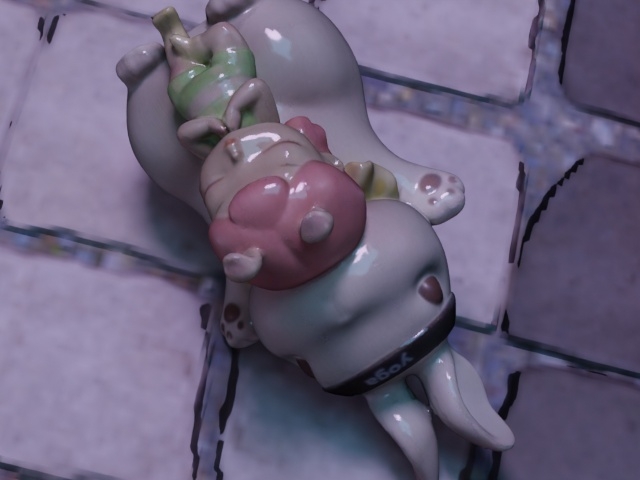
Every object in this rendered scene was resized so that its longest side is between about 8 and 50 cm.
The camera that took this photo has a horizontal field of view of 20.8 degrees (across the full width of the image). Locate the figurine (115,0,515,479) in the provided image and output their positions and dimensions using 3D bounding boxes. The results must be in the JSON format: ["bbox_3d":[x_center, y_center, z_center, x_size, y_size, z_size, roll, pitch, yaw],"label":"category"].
[{"bbox_3d":[-0.009,0.005,0.502,0.098,0.081,0.146,1,56,-51],"label":"figurine"}]
